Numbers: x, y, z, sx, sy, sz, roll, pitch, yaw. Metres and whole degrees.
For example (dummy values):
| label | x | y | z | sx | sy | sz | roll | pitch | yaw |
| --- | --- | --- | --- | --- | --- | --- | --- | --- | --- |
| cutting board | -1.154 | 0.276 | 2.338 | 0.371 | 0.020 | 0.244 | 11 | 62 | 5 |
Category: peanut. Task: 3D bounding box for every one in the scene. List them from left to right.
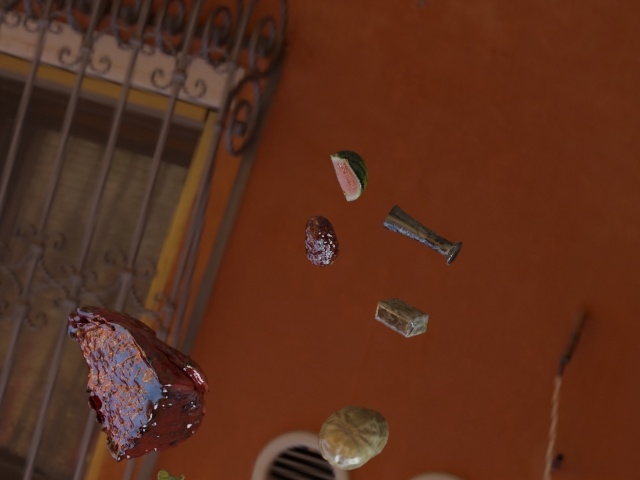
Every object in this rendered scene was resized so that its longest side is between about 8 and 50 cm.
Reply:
| label | x | y | z | sx | sy | sz | roll | pitch | yaw |
| --- | --- | --- | --- | --- | --- | --- | --- | --- | --- |
| peanut | 0.076 | 0.391 | 2.013 | 0.124 | 0.123 | 0.257 | 16 | -177 | 19 |

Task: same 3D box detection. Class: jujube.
| label | x | y | z | sx | sy | sz | roll | pitch | yaw |
| --- | --- | --- | --- | --- | --- | --- | --- | --- | --- |
| jujube | 0.000 | 0.000 | 2.152 | 0.077 | 0.077 | 0.129 | 16 | 142 | 27 |

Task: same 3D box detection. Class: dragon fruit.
| label | x | y | z | sx | sy | sz | roll | pitch | yaw |
| --- | --- | --- | --- | --- | --- | --- | --- | --- | --- |
| dragon fruit | -0.342 | 0.227 | 1.996 | 0.228 | 0.286 | 0.329 | -9 | -127 | -39 |

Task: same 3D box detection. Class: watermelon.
| label | x | y | z | sx | sy | sz | roll | pitch | yaw |
| --- | --- | --- | --- | --- | --- | --- | --- | --- | --- |
| watermelon | 0.093 | -0.172 | 2.704 | 0.069 | 0.087 | 0.163 | -114 | 0 | -51 |

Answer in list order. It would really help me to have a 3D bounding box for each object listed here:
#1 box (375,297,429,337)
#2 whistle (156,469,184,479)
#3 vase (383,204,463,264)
| label | x | y | z | sx | sy | sz | roll | pitch | yaw |
| --- | --- | --- | --- | --- | --- | --- | --- | --- | --- |
| box | 0.162 | 0.152 | 1.983 | 0.062 | 0.045 | 0.098 | -10 | -152 | -39 |
| whistle | -0.407 | 0.673 | 2.477 | 0.105 | 0.227 | 0.085 | 36 | -176 | 0 |
| vase | 0.218 | -0.011 | 2.117 | 0.167 | 0.059 | 0.059 | 31 | -176 | 19 |
